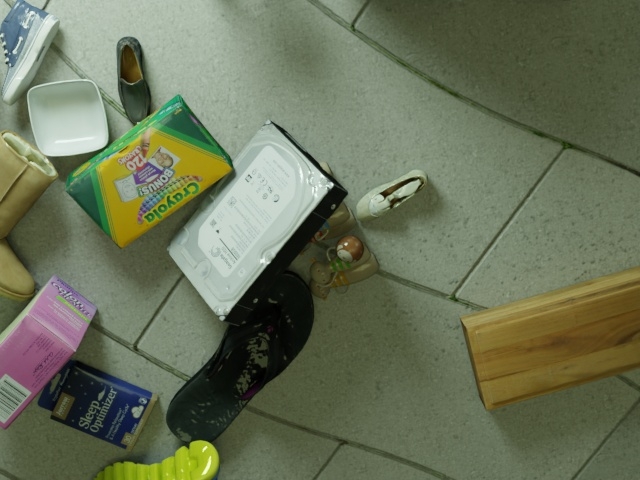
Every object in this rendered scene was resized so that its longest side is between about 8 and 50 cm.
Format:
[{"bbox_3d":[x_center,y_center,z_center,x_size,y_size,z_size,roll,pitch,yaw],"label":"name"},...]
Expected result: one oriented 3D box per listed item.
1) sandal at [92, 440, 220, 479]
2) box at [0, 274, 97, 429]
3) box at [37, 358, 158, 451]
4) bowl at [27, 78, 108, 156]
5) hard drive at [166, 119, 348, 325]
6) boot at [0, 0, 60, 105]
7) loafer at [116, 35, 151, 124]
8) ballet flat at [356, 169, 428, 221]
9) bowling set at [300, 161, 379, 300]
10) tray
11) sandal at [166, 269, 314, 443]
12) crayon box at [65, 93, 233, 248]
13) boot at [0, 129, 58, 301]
[{"bbox_3d":[-0.348,0.536,1.977,0.318,0.126,0.138,-14,139,10],"label":"sandal"},{"bbox_3d":[-0.565,0.211,1.798,0.117,0.243,0.213,41,99,-14],"label":"box"},{"bbox_3d":[-0.476,0.345,1.952,0.225,0.036,0.136,25,103,-9],"label":"box"},{"bbox_3d":[-0.481,-0.238,1.773,0.142,0.053,0.142,-8,106,-2],"label":"bowl"},{"bbox_3d":[-0.131,-0.036,1.772,0.339,0.237,0.064,-50,144,11],"label":"hard drive"},{"bbox_3d":[-0.572,-0.355,1.733,0.086,0.069,0.190,30,94,-4],"label":"boot"},{"bbox_3d":[-0.362,-0.301,1.759,0.062,0.061,0.170,-10,107,-3],"label":"loafer"},{"bbox_3d":[0.142,-0.091,1.860,0.168,0.052,0.057,-34,106,6],"label":"ballet flat"},{"bbox_3d":[0.000,0.000,1.808,0.154,0.200,0.287,-26,103,7],"label":"bowling set"},{"bbox_3d":[0.524,0.209,1.964,0.411,0.076,0.202,-16,107,0],"label":"tray"},{"bbox_3d":[-0.158,0.263,1.908,0.168,0.107,0.445,32,104,-12],"label":"sandal"},{"bbox_3d":[-0.331,-0.132,1.785,0.278,0.081,0.165,-35,117,6],"label":"crayon box"},{"bbox_3d":[-0.593,-0.039,1.781,0.236,0.089,0.269,39,110,-12],"label":"boot"}]
